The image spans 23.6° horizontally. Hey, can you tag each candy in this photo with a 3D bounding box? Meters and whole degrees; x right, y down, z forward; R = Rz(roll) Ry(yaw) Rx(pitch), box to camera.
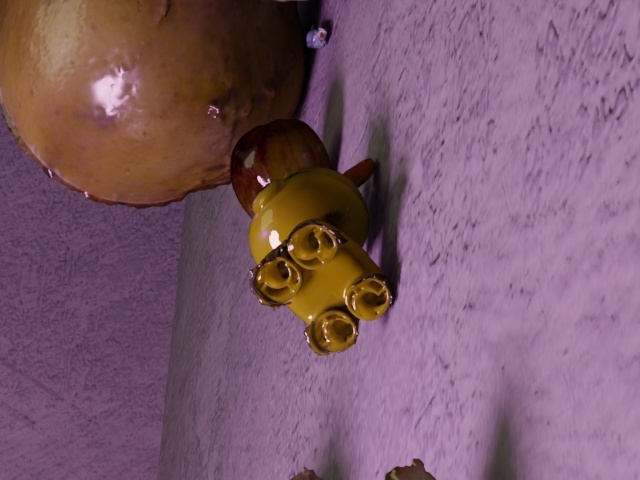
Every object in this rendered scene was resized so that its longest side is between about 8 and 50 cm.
[{"bbox_3d":[-0.003,-0.235,1.756,0.083,0.020,0.030,-158,74,-79],"label":"candy"}]

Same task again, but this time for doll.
[{"bbox_3d":[0.000,0.000,1.324,0.143,0.135,0.221,-46,13,13],"label":"doll"}]

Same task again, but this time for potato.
[{"bbox_3d":[-0.165,-0.280,1.815,0.319,0.385,0.442,-46,33,46],"label":"potato"}]

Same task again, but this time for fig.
[{"bbox_3d":[-0.034,-0.048,1.592,0.109,0.103,0.155,-169,59,-81],"label":"fig"}]

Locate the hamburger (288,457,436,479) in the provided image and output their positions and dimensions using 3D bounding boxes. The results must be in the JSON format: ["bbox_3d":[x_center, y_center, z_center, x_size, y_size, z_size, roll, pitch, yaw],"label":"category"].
[{"bbox_3d":[0.026,0.274,0.846,0.157,0.143,0.283,94,173,-46],"label":"hamburger"}]
